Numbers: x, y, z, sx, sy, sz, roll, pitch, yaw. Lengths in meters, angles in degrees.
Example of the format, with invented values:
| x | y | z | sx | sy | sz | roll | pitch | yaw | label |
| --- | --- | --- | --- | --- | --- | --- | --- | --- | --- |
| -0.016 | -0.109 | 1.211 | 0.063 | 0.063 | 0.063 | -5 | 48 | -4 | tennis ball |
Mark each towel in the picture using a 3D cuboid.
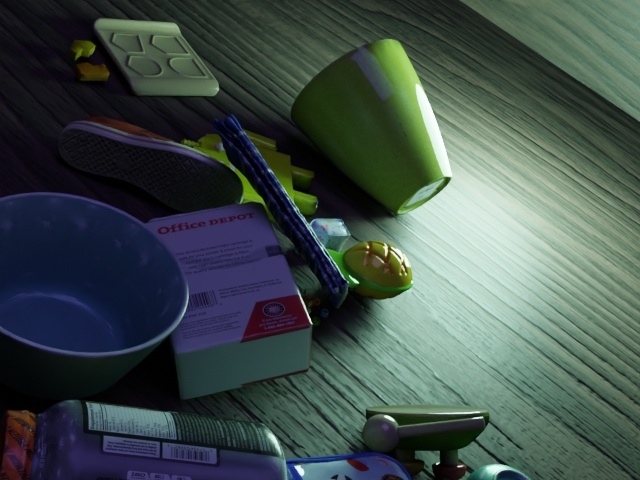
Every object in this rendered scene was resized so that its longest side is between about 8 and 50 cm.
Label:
| x | y | z | sx | sy | sz | roll | pitch | yaw | label |
| --- | --- | --- | --- | --- | --- | --- | --- | --- | --- |
| -0.065 | -0.038 | 1.548 | 0.040 | 0.243 | 0.336 | -34 | 82 | -6 | towel |

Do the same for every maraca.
| x | y | z | sx | sy | sz | roll | pitch | yaw | label |
| --- | --- | --- | --- | --- | --- | --- | --- | --- | --- |
| 0.083 | 0.051 | 1.672 | 0.186 | 0.099 | 0.127 | 4 | 29 | -36 | maraca |

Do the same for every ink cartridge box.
| x | y | z | sx | sy | sz | roll | pitch | yaw | label |
| --- | --- | --- | --- | --- | --- | --- | --- | --- | --- |
| -0.145 | 0.082 | 1.426 | 0.197 | 0.114 | 0.272 | -11 | 47 | -14 | ink cartridge box |

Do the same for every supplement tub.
| x | y | z | sx | sy | sz | roll | pitch | yaw | label |
| --- | --- | --- | --- | --- | --- | --- | --- | --- | --- |
| -0.214 | 0.289 | 1.091 | 0.316 | 0.193 | 0.193 | 11 | 38 | -20 | supplement tub |

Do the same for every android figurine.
| x | y | z | sx | sy | sz | roll | pitch | yaw | label |
| --- | --- | --- | --- | --- | --- | --- | --- | --- | --- |
| -0.138 | -0.127 | 1.804 | 0.273 | 0.056 | 0.248 | 17 | 36 | -16 | android figurine |

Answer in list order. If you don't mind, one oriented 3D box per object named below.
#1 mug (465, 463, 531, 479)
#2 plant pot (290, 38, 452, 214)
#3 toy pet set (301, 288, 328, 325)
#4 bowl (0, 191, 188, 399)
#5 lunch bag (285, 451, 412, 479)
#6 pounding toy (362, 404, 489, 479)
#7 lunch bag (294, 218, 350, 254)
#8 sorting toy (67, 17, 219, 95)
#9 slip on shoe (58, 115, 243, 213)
| x | y | z | sx | sy | sz | roll | pitch | yaw | label |
| --- | --- | --- | --- | --- | --- | --- | --- | --- | --- |
| 0.267 | 0.383 | 1.366 | 0.158 | 0.097 | 0.129 | -18 | 54 | -45 | mug |
| 0.130 | -0.208 | 1.937 | 0.275 | 0.275 | 0.293 | -17 | 69 | -45 | plant pot |
| -0.047 | 0.095 | 1.563 | 0.114 | 0.065 | 0.122 | 35 | 35 | 11 | toy pet set |
| -0.352 | 0.093 | 1.282 | 0.312 | 0.163 | 0.311 | 18 | 36 | -14 | bowl |
| 0.036 | 0.410 | 1.172 | 0.243 | 0.114 | 0.303 | 3 | 40 | -27 | lunch bag |
| 0.154 | 0.301 | 1.379 | 0.183 | 0.110 | 0.237 | -1 | -6 | 9 | pounding toy |
| 0.000 | 0.000 | 1.713 | 0.083 | 0.071 | 0.053 | 3 | 45 | -34 | lunch bag |
| -0.389 | -0.379 | 1.985 | 0.307 | 0.041 | 0.229 | -7 | 51 | -38 | sorting toy |
| -0.289 | -0.140 | 1.670 | 0.332 | 0.123 | 0.101 | 19 | 30 | -1 | slip on shoe |
